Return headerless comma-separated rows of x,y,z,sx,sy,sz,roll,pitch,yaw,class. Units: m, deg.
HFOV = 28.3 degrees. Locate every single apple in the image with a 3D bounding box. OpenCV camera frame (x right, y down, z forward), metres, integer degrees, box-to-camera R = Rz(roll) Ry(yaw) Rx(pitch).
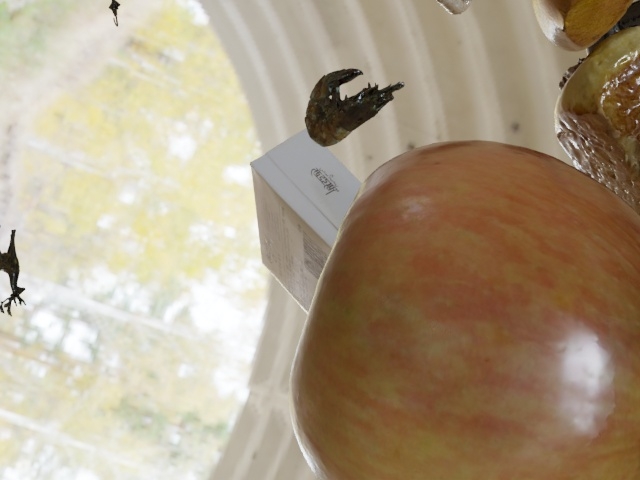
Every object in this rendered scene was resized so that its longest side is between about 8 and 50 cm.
0.158,0.109,1.169,0.391,0.346,0.391,18,90,-74,apple

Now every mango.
0.393,-0.402,1.913,0.290,0.160,0.191,93,-13,-63,mango

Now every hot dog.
0.498,-0.127,1.903,0.185,0.405,0.223,-42,-166,-10,hot dog

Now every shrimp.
0.035,-0.180,1.605,0.161,0.034,0.091,-24,-102,40,shrimp

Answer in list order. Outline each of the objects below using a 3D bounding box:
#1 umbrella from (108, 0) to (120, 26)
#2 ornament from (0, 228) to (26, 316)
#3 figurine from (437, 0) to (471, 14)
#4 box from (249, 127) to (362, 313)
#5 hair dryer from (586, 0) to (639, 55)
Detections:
-0.360,-0.427,2.197,0.022,0.022,0.149,55,-21,33,umbrella
-0.435,0.042,1.740,0.028,0.073,0.125,-13,-105,25,ornament
0.125,-0.434,1.710,0.182,0.257,0.144,-22,-135,40,figurine
0.002,-0.002,1.929,0.203,0.116,0.274,46,-23,29,box
0.557,-0.407,2.193,0.251,0.089,0.197,-14,-86,45,hair dryer
